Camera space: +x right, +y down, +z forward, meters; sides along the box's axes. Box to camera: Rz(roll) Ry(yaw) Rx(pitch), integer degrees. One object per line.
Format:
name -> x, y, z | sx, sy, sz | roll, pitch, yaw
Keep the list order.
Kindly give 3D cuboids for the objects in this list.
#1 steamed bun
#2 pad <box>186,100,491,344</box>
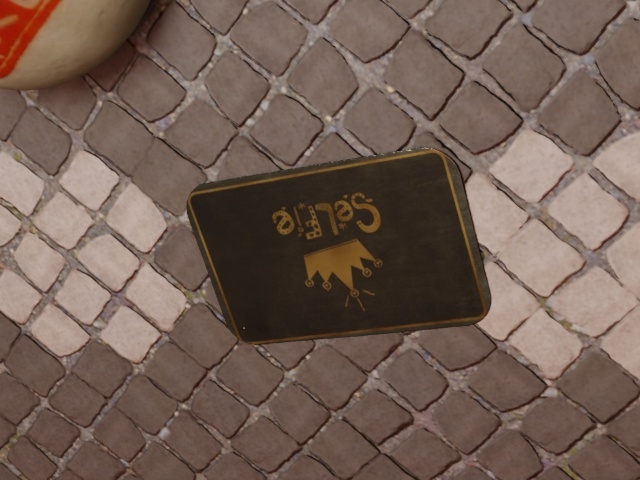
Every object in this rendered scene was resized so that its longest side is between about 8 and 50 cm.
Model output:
steamed bun -> -0.369, -0.344, 1.230 | 0.374, 0.241, 0.374 | 7, 115, 14
pad -> 0.000, -0.001, 1.365 | 0.375, 0.063, 0.315 | -9, 112, 23
